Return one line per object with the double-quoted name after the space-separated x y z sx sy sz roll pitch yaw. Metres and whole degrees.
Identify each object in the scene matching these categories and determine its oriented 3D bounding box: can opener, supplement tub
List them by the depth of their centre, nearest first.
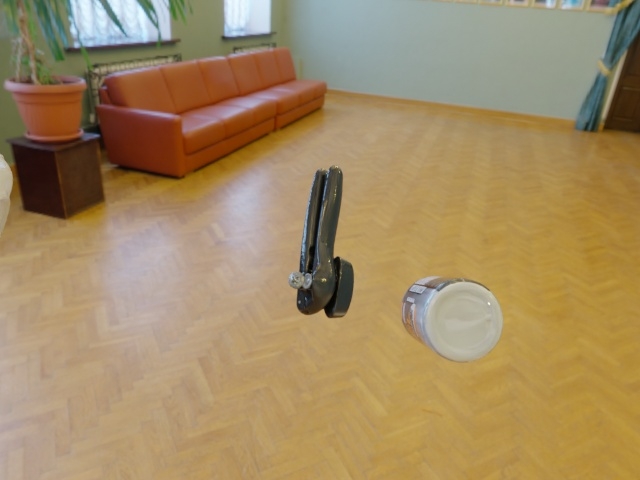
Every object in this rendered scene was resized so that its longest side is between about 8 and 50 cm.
0.000 0.000 0.596 0.059 0.186 0.073 -9 -15 40 "can opener"
0.190 0.114 0.759 0.116 0.117 0.190 3 -3 -2 "supplement tub"

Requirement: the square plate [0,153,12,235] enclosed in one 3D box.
-0.444 0.069 0.553 0.049 0.344 0.347 22 1 -22 "square plate"
